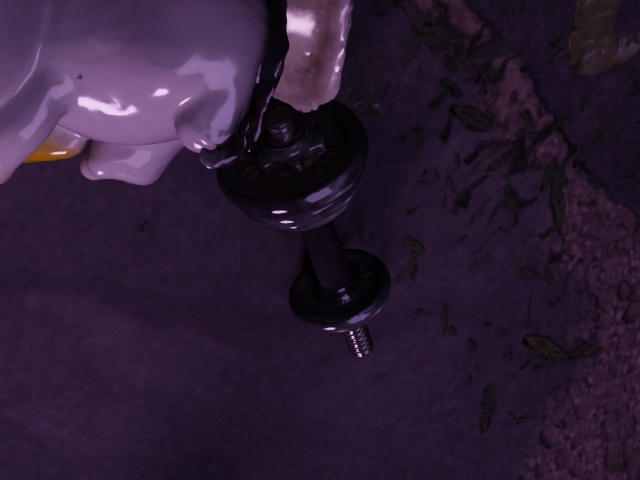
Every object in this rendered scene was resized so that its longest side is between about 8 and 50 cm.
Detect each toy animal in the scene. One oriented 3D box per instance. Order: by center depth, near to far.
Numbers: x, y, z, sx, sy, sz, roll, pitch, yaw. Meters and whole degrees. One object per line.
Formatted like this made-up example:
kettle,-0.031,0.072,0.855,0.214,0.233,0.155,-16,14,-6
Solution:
toy animal,-0.183,-0.144,1.141,0.310,0.183,0.247,19,110,-18

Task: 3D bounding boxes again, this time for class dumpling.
dumpling,-0.017,-0.174,1.259,0.111,0.155,0.181,-44,114,-14

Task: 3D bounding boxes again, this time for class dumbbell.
dumbbell,0.000,0.000,1.413,0.110,0.110,0.254,-33,136,-14
